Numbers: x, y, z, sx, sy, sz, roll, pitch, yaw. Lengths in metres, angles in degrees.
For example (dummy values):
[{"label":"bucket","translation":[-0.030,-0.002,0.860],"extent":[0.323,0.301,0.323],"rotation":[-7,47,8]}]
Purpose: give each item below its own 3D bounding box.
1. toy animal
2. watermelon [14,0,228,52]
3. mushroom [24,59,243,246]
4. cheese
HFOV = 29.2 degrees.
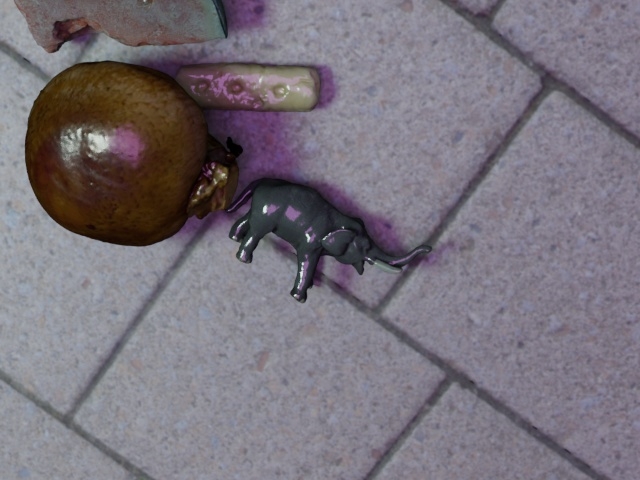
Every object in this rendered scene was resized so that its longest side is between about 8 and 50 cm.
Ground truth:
[{"label":"toy animal","translation":[-0.002,0.009,1.631],"extent":[0.269,0.082,0.137],"rotation":[26,106,0]},{"label":"watermelon","translation":[-0.269,-0.332,1.574],"extent":[0.318,0.148,0.226],"rotation":[21,123,-13]},{"label":"mushroom","translation":[-0.243,-0.103,1.567],"extent":[0.283,0.195,0.263],"rotation":[5,124,-2]},{"label":"cheese","translation":[-0.097,-0.201,1.612],"extent":[0.193,0.043,0.065],"rotation":[1,99,8]}]
